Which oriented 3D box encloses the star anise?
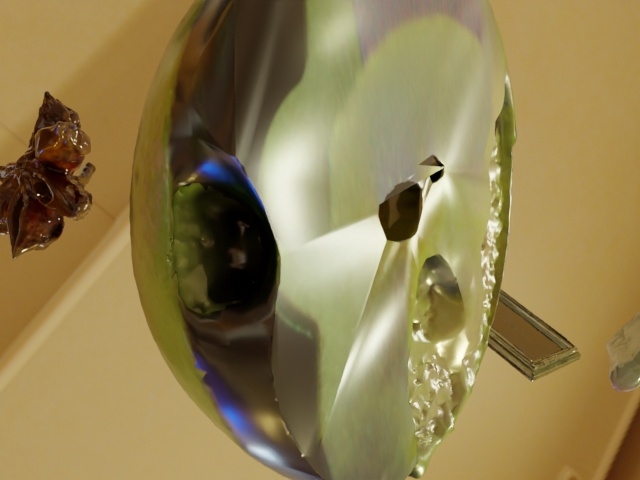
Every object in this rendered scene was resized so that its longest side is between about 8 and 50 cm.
[{"bbox_3d":[-0.324,-0.075,0.932,0.196,0.111,0.212,-4,-125,58],"label":"star anise"}]

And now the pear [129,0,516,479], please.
[{"bbox_3d":[-0.004,-0.030,0.564,0.165,0.399,0.399,2,-136,34],"label":"pear"}]

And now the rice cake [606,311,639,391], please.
[{"bbox_3d":[0.414,0.145,1.034,0.080,0.042,0.221,-48,170,15],"label":"rice cake"}]

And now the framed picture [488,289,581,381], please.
[{"bbox_3d":[0.205,0.075,1.061,0.231,0.293,0.018,1,124,-58],"label":"framed picture"}]
